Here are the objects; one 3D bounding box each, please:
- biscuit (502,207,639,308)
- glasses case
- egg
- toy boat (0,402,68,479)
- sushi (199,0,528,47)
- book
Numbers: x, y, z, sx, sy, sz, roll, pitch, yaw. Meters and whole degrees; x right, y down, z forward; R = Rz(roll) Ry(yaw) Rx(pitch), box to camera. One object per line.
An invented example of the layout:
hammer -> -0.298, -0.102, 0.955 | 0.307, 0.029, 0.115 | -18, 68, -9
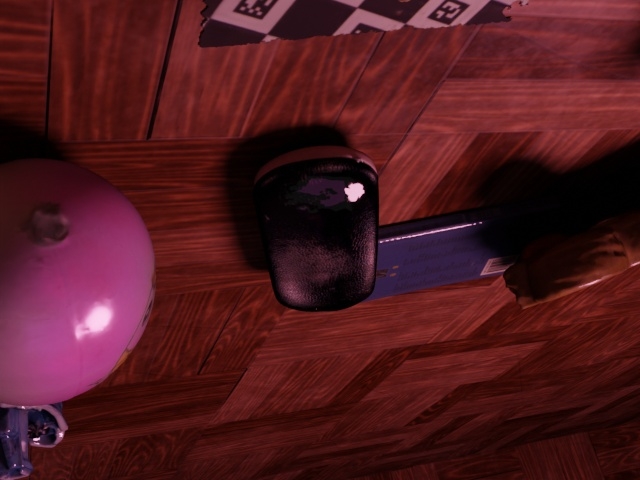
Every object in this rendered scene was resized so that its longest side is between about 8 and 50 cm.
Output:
biscuit -> 0.411, -0.023, 0.984 | 0.394, 0.076, 0.368 | -24, 171, 19
glasses case -> 0.000, 0.000, 0.861 | 0.122, 0.075, 0.314 | -5, 152, 1
egg -> -0.241, 0.040, 0.688 | 0.197, 0.196, 0.271 | -2, 170, -27
toy boat -> -0.408, 0.229, 1.046 | 0.129, 0.142, 0.309 | -13, 157, 1
sushi -> 0.067, -0.205, 0.504 | 0.264, 0.050, 0.290 | -8, 155, -15
book -> 0.158, 0.017, 1.060 | 0.270, 0.025, 0.191 | -11, 154, -9
